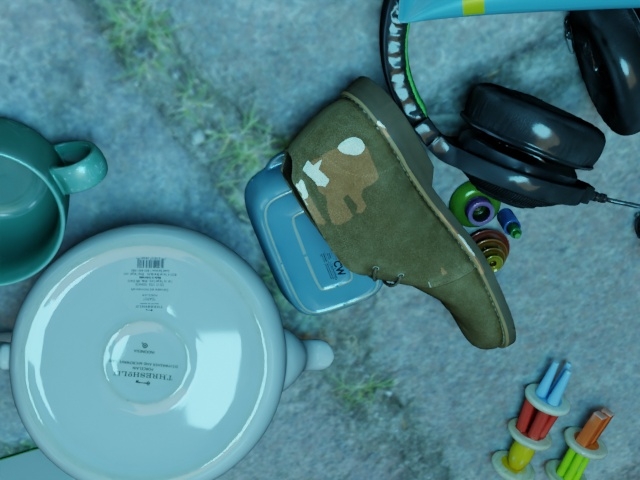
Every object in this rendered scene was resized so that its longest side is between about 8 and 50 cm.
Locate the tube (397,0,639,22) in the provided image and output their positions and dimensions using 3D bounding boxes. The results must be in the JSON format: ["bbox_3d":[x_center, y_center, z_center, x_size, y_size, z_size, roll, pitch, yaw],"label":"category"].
[{"bbox_3d":[0.163,-0.205,0.739,0.207,0.052,0.080,2,77,10],"label":"tube"}]

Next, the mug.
[{"bbox_3d":[-0.266,-0.038,0.824,0.158,0.097,0.129,8,118,-14],"label":"mug"}]

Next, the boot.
[{"bbox_3d":[0.073,0.005,0.882,0.115,0.112,0.305,-40,117,-6],"label":"boot"}]

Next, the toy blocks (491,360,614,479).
[{"bbox_3d":[0.272,0.204,1.077,0.123,0.054,0.148,12,117,-15],"label":"toy blocks"}]

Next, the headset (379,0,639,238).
[{"bbox_3d":[0.222,-0.124,0.858,0.243,0.185,0.394,-41,103,10],"label":"headset"}]

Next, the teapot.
[{"bbox_3d":[-0.155,0.104,0.884,0.252,0.187,0.256,-43,92,-5],"label":"teapot"}]

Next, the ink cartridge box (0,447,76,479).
[{"bbox_3d":[-0.301,0.367,1.041,0.198,0.115,0.273,-17,121,1],"label":"ink cartridge box"}]

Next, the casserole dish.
[{"bbox_3d":[0.000,0.000,0.926,0.114,0.037,0.188,-19,122,2],"label":"casserole dish"}]

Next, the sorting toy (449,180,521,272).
[{"bbox_3d":[0.165,-0.008,0.943,0.061,0.042,0.102,-18,121,1],"label":"sorting toy"}]
